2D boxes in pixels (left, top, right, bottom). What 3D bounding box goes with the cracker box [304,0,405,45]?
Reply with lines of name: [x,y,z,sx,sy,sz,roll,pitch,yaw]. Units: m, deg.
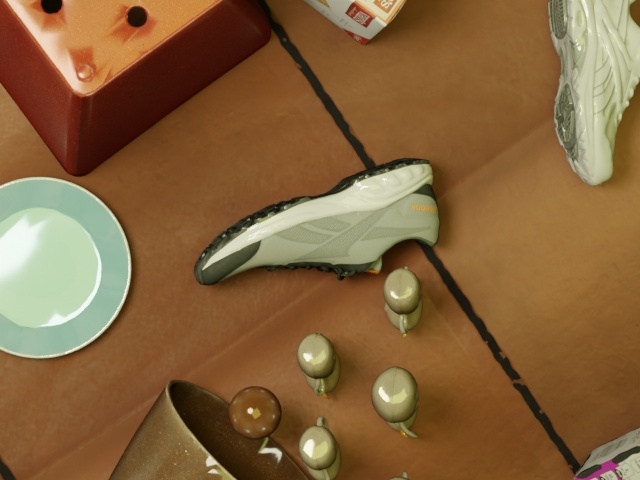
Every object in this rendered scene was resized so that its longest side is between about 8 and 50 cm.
cracker box: [-0.018,-0.300,1.723,0.232,0.156,0.067,36,85,-5]

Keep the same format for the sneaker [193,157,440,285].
sneaker: [0.000,0.000,1.751,0.272,0.100,0.108,-19,96,-7]

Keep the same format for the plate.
plate: [-0.291,0.028,1.750,0.188,0.024,0.188,0,90,-7]

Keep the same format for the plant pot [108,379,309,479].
plant pot: [-0.146,0.295,1.687,0.215,0.215,0.230,42,98,-4]

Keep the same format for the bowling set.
bowling set: [0.014,0.165,1.737,0.200,0.154,0.287,3,76,7]

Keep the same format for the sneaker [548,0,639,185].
sneaker: [0.311,-0.174,1.797,0.115,0.090,0.232,-2,90,-10]

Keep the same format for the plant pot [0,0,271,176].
plant pot: [-0.216,-0.249,1.659,0.267,0.236,0.267,-37,93,-7]

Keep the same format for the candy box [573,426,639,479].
candy box: [0.403,0.251,1.741,0.233,0.071,0.159,-34,93,34]
